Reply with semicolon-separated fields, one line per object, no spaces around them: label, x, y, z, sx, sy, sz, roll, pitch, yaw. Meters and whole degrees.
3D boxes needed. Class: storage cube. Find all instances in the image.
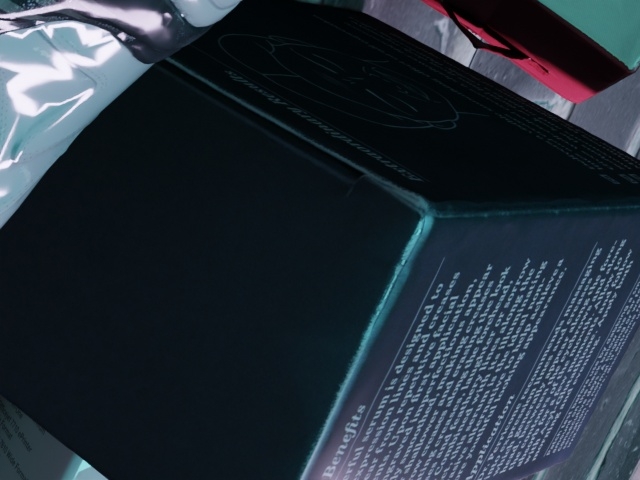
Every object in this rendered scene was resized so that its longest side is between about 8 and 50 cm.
storage cube;0.161;-0.223;0.978;0.215;0.183;0.193;-56;180;1

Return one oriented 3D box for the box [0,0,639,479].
box;0.000;0.000;0.897;0.395;0.293;0.212;-3;121;-58

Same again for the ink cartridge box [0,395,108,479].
ink cartridge box;-0.138;0.220;1.004;0.223;0.129;0.307;25;98;-36

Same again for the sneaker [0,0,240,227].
sneaker;-0.200;-0.077;0.480;0.366;0.137;0.210;5;135;-46
